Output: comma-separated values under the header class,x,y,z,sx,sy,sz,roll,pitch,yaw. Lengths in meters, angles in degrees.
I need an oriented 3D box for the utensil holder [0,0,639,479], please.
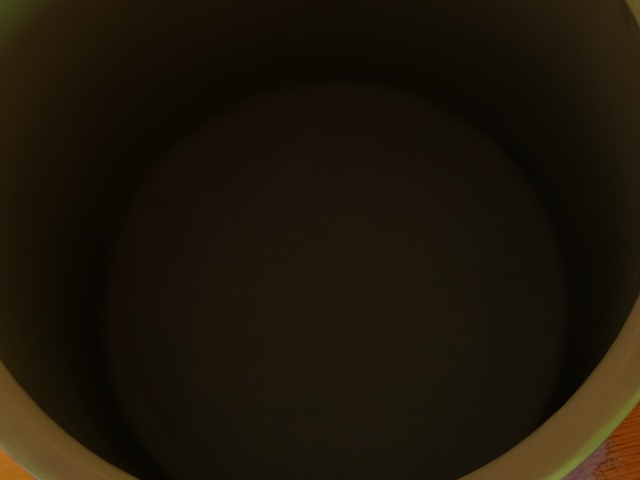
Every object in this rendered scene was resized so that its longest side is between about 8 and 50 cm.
class,x,y,z,sx,sy,sz,roll,pitch,yaw
utensil holder,0.000,0.000,0.860,0.328,0.327,0.385,-16,168,-1
